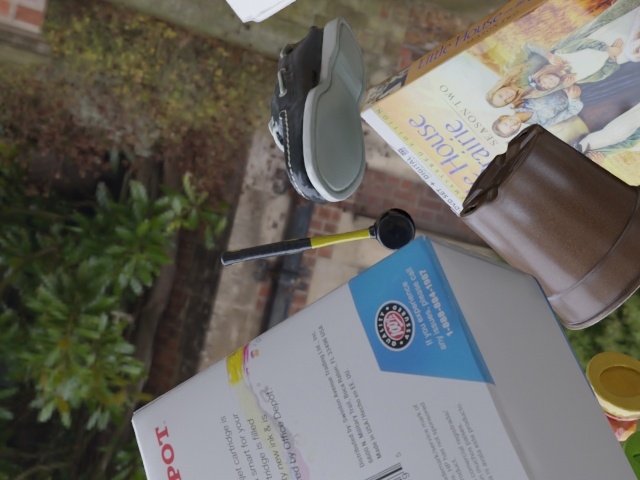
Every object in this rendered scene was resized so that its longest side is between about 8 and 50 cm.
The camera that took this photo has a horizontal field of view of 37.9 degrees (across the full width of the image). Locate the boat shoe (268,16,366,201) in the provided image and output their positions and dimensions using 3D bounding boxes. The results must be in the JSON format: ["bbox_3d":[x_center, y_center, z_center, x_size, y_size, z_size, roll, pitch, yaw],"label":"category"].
[{"bbox_3d":[-0.008,-0.139,1.042,0.091,0.302,0.114,-19,122,23],"label":"boat shoe"}]

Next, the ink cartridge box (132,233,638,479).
[{"bbox_3d":[0.045,0.159,0.658,0.270,0.198,0.197,-33,154,25],"label":"ink cartridge box"}]

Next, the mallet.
[{"bbox_3d":[0.000,0.000,0.902,0.189,0.039,0.062,-9,-173,12],"label":"mallet"}]

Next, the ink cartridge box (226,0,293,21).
[{"bbox_3d":[-0.038,-0.287,0.485,0.273,0.198,0.114,50,149,-20],"label":"ink cartridge box"}]

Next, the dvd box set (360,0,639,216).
[{"bbox_3d":[0.301,-0.171,1.221,0.420,0.062,0.307,-26,121,41],"label":"dvd box set"}]

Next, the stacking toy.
[{"bbox_3d":[0.421,0.337,1.454,0.309,0.130,0.279,-9,-132,-23],"label":"stacking toy"}]

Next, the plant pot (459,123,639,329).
[{"bbox_3d":[0.246,-0.024,0.962,0.165,0.167,0.167,38,178,-6],"label":"plant pot"}]
